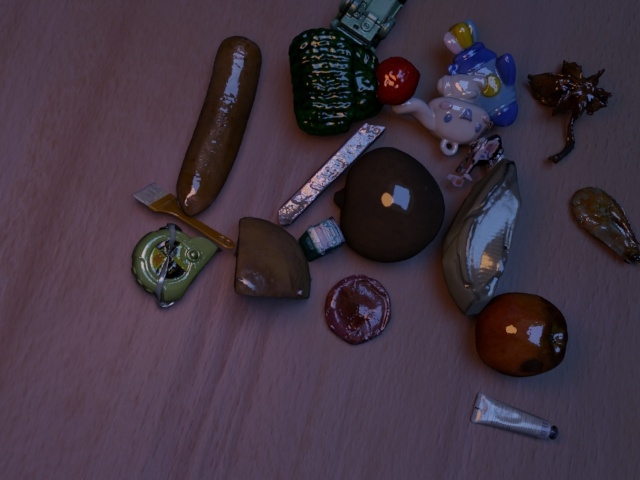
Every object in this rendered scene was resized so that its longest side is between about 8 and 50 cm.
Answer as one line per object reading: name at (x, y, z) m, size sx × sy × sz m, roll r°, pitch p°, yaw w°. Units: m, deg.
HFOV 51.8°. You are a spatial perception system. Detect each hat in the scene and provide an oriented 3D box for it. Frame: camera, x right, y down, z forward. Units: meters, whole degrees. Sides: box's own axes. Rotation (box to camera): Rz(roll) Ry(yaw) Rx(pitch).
hat at (0.088, -0.413, 1.714) m, size 0.332 × 0.242 × 0.274 m, roll -3°, pitch 97°, yaw 0°

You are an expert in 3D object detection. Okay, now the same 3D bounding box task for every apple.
apple at (0.519, 0.241, 1.700) m, size 0.230 × 0.230 × 0.229 m, roll 3°, pitch 79°, yaw -13°

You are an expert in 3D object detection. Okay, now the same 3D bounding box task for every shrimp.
shrimp at (0.855, -0.038, 1.928) m, size 0.154 × 0.062 × 0.294 m, roll -40°, pitch 89°, yaw -23°

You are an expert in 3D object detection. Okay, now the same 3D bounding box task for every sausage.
sausage at (-0.254, -0.290, 1.676) m, size 0.123 × 0.136 × 0.500 m, roll 13°, pitch 77°, yaw 9°

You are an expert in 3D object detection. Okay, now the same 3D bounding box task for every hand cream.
hand cream at (0.517, 0.479, 1.756) m, size 0.234 × 0.050 × 0.080 m, roll 19°, pitch 76°, yaw -4°

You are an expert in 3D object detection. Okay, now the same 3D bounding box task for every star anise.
star anise at (0.716, -0.391, 1.926) m, size 0.238 × 0.148 × 0.346 m, roll 7°, pitch 79°, yaw 11°

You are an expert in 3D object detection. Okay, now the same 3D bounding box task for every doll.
doll at (0.422, -0.401, 1.827) m, size 0.376 × 0.187 × 0.365 m, roll 31°, pitch 83°, yaw -35°

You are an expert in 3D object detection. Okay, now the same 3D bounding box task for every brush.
brush at (-0.326, -0.055, 1.622) m, size 0.272 × 0.103 × 0.013 m, roll 32°, pitch 118°, yaw 4°

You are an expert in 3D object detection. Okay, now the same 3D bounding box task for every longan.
longan at (0.167, -0.091, 1.686) m, size 0.300 × 0.243 × 0.300 m, roll -7°, pitch 73°, yaw 22°

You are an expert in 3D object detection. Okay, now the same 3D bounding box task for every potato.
potato at (-0.105, 0.041, 1.585) m, size 0.211 × 0.264 × 0.189 m, roll 8°, pitch 87°, yaw -6°

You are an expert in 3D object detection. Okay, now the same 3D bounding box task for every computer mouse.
computer mouse at (0.405, -0.018, 1.731) m, size 0.146 × 0.228 × 0.428 m, roll 18°, pitch 78°, yaw -1°

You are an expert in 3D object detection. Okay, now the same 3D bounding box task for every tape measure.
tape measure at (-0.367, 0.053, 1.597) m, size 0.175 × 0.106 × 0.200 m, roll 38°, pitch 73°, yaw -16°

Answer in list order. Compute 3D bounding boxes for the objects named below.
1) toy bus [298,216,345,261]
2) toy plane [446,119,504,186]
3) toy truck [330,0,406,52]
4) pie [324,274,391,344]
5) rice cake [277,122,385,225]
toy bus at (0.000, 0.000, 1.664) m, size 0.092 × 0.160 × 0.079 m, roll -25°, pitch 86°, yaw -15°
toy plane at (0.428, -0.224, 1.788) m, size 0.078 × 0.053 × 0.197 m, roll 33°, pitch 110°, yaw -9°
toy truck at (0.147, -0.651, 1.827) m, size 0.155 × 0.156 × 0.278 m, roll 33°, pitch 73°, yaw -5°
pie at (0.097, 0.177, 1.710) m, size 0.183 × 0.049 × 0.182 m, roll 2°, pitch 84°, yaw -15°
rice cake at (0.022, -0.174, 1.697) m, size 0.056 × 0.072 × 0.365 m, roll 45°, pitch 91°, yaw 1°
